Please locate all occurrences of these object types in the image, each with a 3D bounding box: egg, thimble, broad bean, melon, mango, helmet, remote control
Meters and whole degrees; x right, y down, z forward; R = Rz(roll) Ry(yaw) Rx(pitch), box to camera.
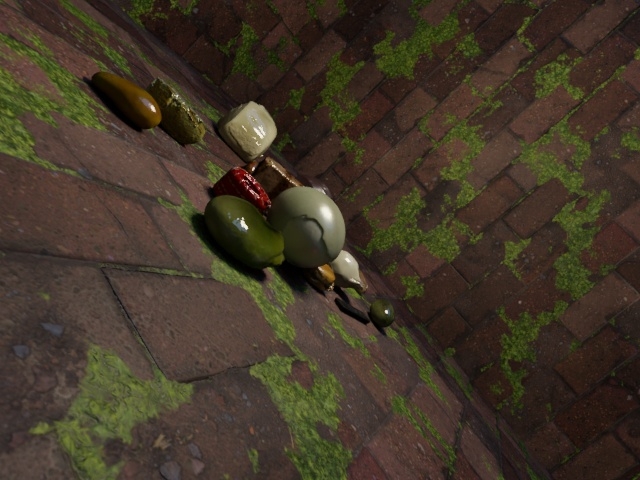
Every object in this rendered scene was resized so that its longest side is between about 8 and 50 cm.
[{"bbox_3d":[-0.050,-0.039,1.664,0.278,0.278,0.336,42,10,-33],"label":"egg"},{"bbox_3d":[-0.275,-0.155,1.601,0.190,0.125,0.163,50,12,12],"label":"thimble"},{"bbox_3d":[-0.217,-0.021,1.350,0.291,0.119,0.238,36,24,-42],"label":"broad bean"},{"bbox_3d":[0.287,0.334,2.158,0.114,0.114,0.167,45,13,-18],"label":"melon"},{"bbox_3d":[-0.591,-0.435,1.429,0.227,0.099,0.136,37,18,-11],"label":"mango"},{"bbox_3d":[-0.034,-0.203,2.197,0.305,0.177,0.225,29,12,25],"label":"helmet"},{"bbox_3d":[0.134,0.291,1.919,0.245,0.025,0.063,36,14,-49],"label":"remote control"}]

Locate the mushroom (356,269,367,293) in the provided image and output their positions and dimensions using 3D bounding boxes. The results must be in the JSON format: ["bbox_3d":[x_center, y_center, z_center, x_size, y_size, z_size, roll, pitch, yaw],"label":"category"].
[{"bbox_3d":[0.172,0.181,2.393,0.094,0.072,0.210,30,18,-34],"label":"mushroom"}]

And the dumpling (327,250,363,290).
[{"bbox_3d":[0.082,0.132,2.038,0.258,0.147,0.193,43,-22,4],"label":"dumpling"}]

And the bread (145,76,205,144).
[{"bbox_3d":[-0.535,-0.470,1.716,0.257,0.124,0.186,46,9,-19],"label":"bread"}]

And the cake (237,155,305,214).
[{"bbox_3d":[-0.223,-0.245,1.994,0.293,0.198,0.196,44,13,-17],"label":"cake"}]

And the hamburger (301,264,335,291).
[{"bbox_3d":[-0.009,0.124,1.790,0.147,0.083,0.138,39,17,-30],"label":"hamburger"}]

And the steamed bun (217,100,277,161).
[{"bbox_3d":[-0.376,-0.590,2.474,0.290,0.272,0.273,39,13,-25],"label":"steamed bun"}]
